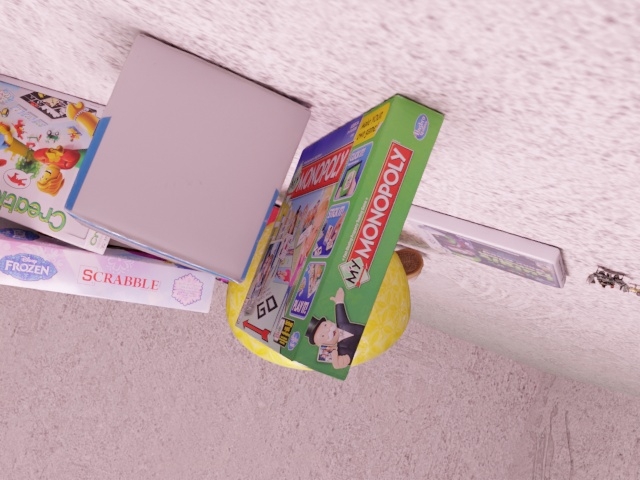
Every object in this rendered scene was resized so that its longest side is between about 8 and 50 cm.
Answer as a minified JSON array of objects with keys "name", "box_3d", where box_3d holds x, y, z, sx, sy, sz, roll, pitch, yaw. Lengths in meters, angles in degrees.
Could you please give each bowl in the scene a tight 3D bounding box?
[{"name":"bowl","box_3d":[-0.004,0.037,1.206,0.289,0.289,0.156,18,131,23]}]

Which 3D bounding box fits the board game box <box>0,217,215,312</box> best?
[{"name":"board game box","box_3d":[-0.356,0.029,1.260,0.317,0.066,0.318,10,-176,-23]}]

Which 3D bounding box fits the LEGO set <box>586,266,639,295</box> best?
[{"name":"LEGO set","box_3d":[0.343,0.046,0.947,0.054,0.024,0.083,19,-173,37]}]

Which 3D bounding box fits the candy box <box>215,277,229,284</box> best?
[{"name":"candy box","box_3d":[-0.123,0.065,1.998,0.233,0.159,0.071,24,175,-20]}]

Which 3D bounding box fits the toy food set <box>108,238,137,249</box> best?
[{"name":"toy food set","box_3d":[-0.339,-0.041,1.333,0.219,0.092,0.306,11,-169,-14]}]

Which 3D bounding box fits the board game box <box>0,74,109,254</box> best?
[{"name":"board game box","box_3d":[-0.405,-0.119,1.146,0.305,0.193,0.053,18,174,19]}]

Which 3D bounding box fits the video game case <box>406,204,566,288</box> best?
[{"name":"video game case","box_3d":[0.214,0.011,1.029,0.190,0.022,0.173,18,174,23]}]

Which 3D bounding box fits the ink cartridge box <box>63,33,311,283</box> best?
[{"name":"ink cartridge box","box_3d":[-0.137,-0.067,0.802,0.168,0.171,0.232,22,173,-12]}]

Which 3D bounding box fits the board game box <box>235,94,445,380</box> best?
[{"name":"board game box","box_3d":[0.000,0.000,0.742,0.046,0.214,0.317,22,173,-12]}]

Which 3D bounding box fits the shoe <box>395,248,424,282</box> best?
[{"name":"shoe","box_3d":[0.065,0.060,1.368,0.219,0.077,0.058,-5,157,0]}]

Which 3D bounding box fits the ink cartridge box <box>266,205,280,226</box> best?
[{"name":"ink cartridge box","box_3d":[-0.104,0.001,1.494,0.309,0.130,0.272,21,174,-11]}]
